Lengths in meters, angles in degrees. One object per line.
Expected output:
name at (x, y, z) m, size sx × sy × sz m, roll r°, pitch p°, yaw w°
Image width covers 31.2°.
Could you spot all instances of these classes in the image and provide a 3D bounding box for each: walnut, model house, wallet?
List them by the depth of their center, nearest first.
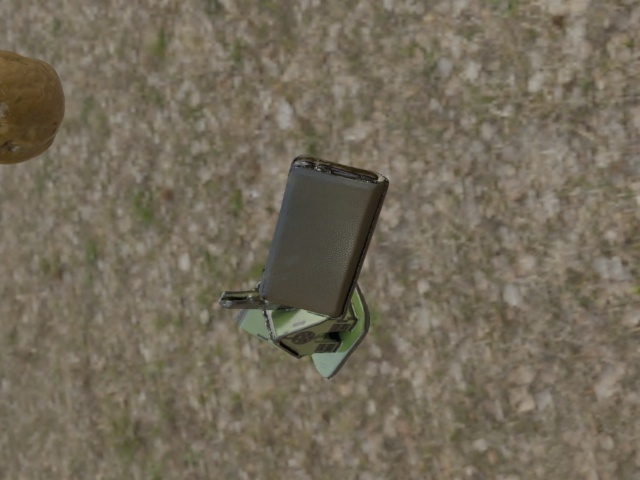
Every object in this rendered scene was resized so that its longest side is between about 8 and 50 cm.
wallet at (0.000, 0.000, 1.277) m, size 0.031 × 0.110 × 0.198 m, roll -82°, pitch 6°, yaw -52°
walnut at (-0.397, -0.165, 1.415) m, size 0.166 × 0.167 × 0.149 m, roll -23°, pitch 75°, yaw 54°
model house at (-0.088, 0.138, 2.140) m, size 0.218 × 0.279 × 0.204 m, roll -59°, pitch 41°, yaw 43°
